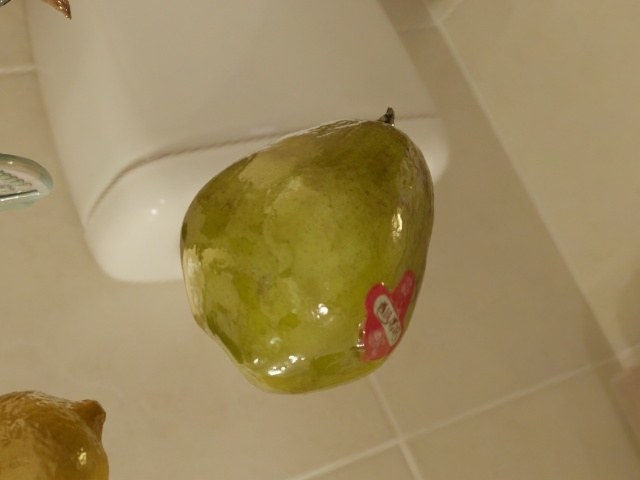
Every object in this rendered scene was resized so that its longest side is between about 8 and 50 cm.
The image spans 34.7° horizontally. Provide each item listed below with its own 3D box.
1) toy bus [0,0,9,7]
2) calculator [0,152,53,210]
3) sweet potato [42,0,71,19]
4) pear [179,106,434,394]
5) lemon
[{"bbox_3d":[-0.202,-0.081,0.393,0.195,0.081,0.089,-38,-163,9],"label":"toy bus"},{"bbox_3d":[-0.507,-0.087,1.559,0.184,0.042,0.295,-10,172,-3],"label":"calculator"},{"bbox_3d":[-0.533,-0.474,1.688,0.066,0.314,0.072,-49,-168,12],"label":"sweet potato"},{"bbox_3d":[0.000,0.000,1.189,0.375,0.287,0.287,-60,170,-15],"label":"pear"},{"bbox_3d":[-0.336,0.266,1.130,0.244,0.187,0.187,-47,166,-10],"label":"lemon"}]
